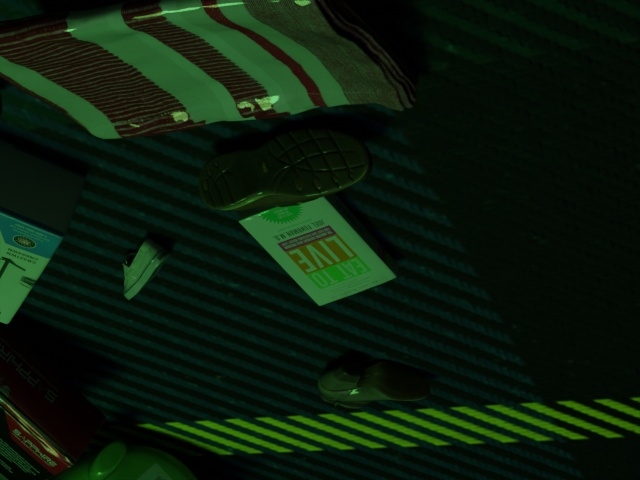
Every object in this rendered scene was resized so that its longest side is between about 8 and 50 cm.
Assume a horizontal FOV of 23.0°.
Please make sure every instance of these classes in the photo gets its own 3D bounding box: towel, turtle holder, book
[{"bbox_3d":[-0.107,-0.144,1.308,0.329,0.037,0.237,-5,164,23],"label":"towel"},{"bbox_3d":[-0.271,0.417,1.975,0.243,0.320,0.227,20,163,-8],"label":"turtle holder"},{"bbox_3d":[0.000,0.000,1.559,0.096,0.035,0.144,-18,134,30],"label":"book"}]

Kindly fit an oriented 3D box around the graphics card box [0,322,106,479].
[{"bbox_3d":[-0.448,0.218,1.887,0.233,0.094,0.371,45,135,-13],"label":"graphics card box"}]

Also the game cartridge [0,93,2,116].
[{"bbox_3d":[-0.496,-0.119,1.428,0.355,0.068,0.230,-22,130,14],"label":"game cartridge"}]

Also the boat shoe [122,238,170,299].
[{"bbox_3d":[-0.191,0.028,1.654,0.035,0.035,0.100,45,145,2],"label":"boat shoe"}]

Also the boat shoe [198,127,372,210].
[{"bbox_3d":[-0.026,-0.064,1.458,0.178,0.064,0.060,-10,170,30],"label":"boat shoe"}]

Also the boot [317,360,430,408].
[{"bbox_3d":[0.056,0.167,1.769,0.118,0.042,0.087,18,151,-6],"label":"boot"}]

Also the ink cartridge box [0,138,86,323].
[{"bbox_3d":[-0.344,-0.014,1.591,0.148,0.086,0.203,22,143,-15],"label":"ink cartridge box"}]
